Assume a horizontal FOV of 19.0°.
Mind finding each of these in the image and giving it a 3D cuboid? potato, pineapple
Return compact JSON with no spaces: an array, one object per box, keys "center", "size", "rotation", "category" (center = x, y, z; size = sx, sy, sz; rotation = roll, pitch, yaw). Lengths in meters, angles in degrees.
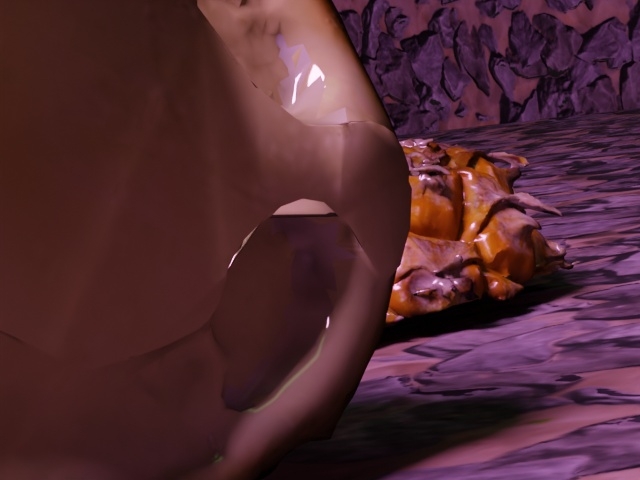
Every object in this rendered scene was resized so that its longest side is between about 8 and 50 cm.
[{"center":[-0.141,-0.020,0.497],"size":[0.285,0.242,0.242],"rotation":[8,-8,-41],"category":"potato"},{"center":[0.000,0.000,0.806],"size":[0.225,0.076,0.225],"rotation":[-11,6,1],"category":"pineapple"}]
